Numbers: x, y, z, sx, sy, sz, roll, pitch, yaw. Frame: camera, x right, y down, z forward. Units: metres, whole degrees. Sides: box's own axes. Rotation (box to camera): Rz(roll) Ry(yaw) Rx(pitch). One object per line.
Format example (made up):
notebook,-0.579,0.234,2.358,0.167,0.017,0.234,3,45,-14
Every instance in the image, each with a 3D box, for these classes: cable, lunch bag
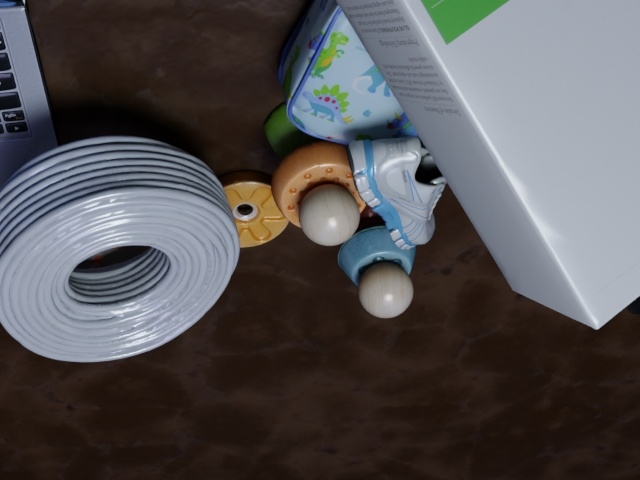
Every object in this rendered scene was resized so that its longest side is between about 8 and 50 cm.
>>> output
cable,-0.208,0.015,0.968,0.257,0.089,0.257,-38,143,16
lunch bag,0.084,-0.169,0.937,0.218,0.090,0.176,12,131,-23

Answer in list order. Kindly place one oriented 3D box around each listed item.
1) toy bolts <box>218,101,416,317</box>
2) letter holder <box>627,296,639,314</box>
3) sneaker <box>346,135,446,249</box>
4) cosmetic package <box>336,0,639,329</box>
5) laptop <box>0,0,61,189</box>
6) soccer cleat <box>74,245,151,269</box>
toy bolts,0.000,0.000,1.049,0.218,0.159,0.228,-36,132,24
letter holder,0.414,-0.081,1.084,0.152,0.214,0.302,5,145,31
sneaker,0.095,-0.047,0.960,0.082,0.071,0.190,-15,157,17
cosmetic package,0.179,-0.136,0.811,0.197,0.155,0.366,-38,107,-7
laptop,-0.432,-0.082,0.811,0.381,0.236,0.408,-5,137,-6
soccer cleat,-0.276,0.006,1.069,0.196,0.076,0.068,-14,139,-27
